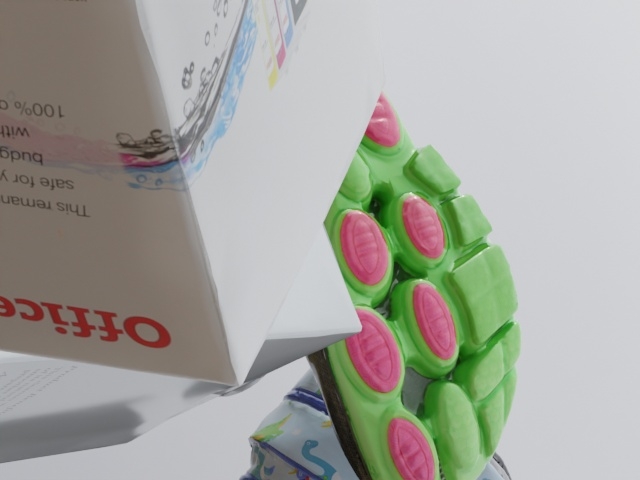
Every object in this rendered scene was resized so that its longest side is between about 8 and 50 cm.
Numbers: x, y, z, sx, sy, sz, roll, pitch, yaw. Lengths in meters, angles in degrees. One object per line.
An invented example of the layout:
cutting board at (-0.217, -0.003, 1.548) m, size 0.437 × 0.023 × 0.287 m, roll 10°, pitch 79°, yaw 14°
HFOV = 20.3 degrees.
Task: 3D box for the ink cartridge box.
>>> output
ink cartridge box at (-0.092, -0.100, 0.557) m, size 0.171 × 0.168 × 0.233 m, roll 8°, pitch -46°, yaw 19°

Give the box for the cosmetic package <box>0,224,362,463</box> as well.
cosmetic package at (-0.170, 0.032, 1.039) m, size 0.217 × 0.385 × 0.156 m, roll -26°, pitch -102°, yaw 26°

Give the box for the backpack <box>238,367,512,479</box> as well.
backpack at (0.065, 0.256, 1.613) m, size 0.290 × 0.273 × 0.356 m, roll 37°, pitch -30°, yaw 33°

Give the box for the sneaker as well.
sneaker at (0.000, 0.000, 1.408) m, size 0.202 × 0.185 × 0.483 m, roll -55°, pitch -129°, yaw 48°
